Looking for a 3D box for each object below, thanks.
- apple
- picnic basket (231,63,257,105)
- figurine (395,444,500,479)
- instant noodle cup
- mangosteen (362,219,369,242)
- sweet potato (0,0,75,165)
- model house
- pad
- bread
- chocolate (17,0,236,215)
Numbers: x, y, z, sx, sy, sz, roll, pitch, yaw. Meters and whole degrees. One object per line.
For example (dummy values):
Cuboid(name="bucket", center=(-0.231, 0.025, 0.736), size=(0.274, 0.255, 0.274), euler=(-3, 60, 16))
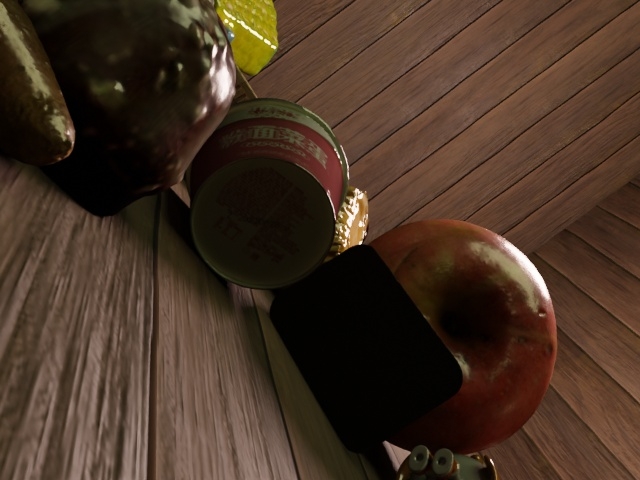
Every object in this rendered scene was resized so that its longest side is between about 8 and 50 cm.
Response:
Cuboid(name="apple", center=(0.177, 0.151, 1.124), size=(0.364, 0.364, 0.364), euler=(53, 4, -5))
Cuboid(name="picnic basket", center=(-0.187, -0.210, 1.271), size=(0.312, 0.175, 0.228), euler=(58, 3, 14))
Cuboid(name="figurine", center=(0.186, 0.356, 0.958), size=(0.271, 0.143, 0.143), euler=(47, 7, -46))
Cuboid(name="instant noodle cup", center=(-0.071, -0.054, 0.948), size=(0.234, 0.235, 0.178), euler=(52, 12, -21))
Cuboid(name="mangosteen", center=(0.001, -0.029, 1.823), size=(0.228, 0.228, 0.265), euler=(52, 41, -20))
Cuboid(name="sweet potato", center=(-0.288, -0.201, 0.509), size=(0.341, 0.092, 0.114), euler=(51, 21, -17))
Cuboid(name="model house", center=(-0.232, -0.475, 1.468), size=(0.303, 0.215, 0.237), euler=(57, 20, 23))
Cuboid(name="pad", center=(0.053, 0.134, 0.958), size=(0.267, 0.181, 0.004), euler=(57, -1, 34))
Cuboid(name="bread", center=(-0.004, 0.002, 1.257), size=(0.139, 0.239, 0.240), euler=(10, -7, 13))
Cuboid(name="chocolate", center=(-0.204, -0.206, 0.705), size=(0.340, 0.210, 0.225), euler=(56, 2, 33))
